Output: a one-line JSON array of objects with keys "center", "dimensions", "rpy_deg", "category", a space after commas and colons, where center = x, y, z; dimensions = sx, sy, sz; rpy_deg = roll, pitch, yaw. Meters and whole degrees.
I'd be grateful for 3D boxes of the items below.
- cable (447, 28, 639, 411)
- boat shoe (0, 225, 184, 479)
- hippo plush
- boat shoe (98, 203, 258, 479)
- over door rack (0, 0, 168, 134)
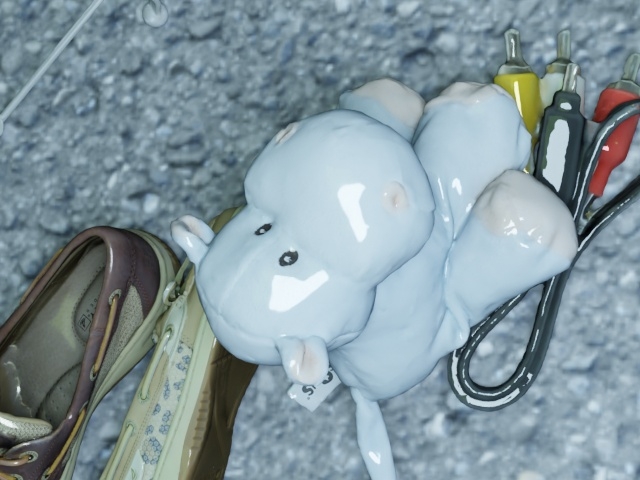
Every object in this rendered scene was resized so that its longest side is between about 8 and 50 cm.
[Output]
[{"center": [0.178, -0.010, 1.075], "dimensions": [0.139, 0.072, 0.287], "rpy_deg": [11, 98, 2], "category": "cable"}, {"center": [-0.240, 0.132, 1.129], "dimensions": [0.123, 0.123, 0.342], "rpy_deg": [38, 94, 18], "category": "boat shoe"}, {"center": [0.000, 0.000, 0.992], "dimensions": [0.234, 0.236, 0.294], "rpy_deg": [47, 111, 32], "category": "hippo plush"}, {"center": [-0.108, 0.104, 1.104], "dimensions": [0.089, 0.104, 0.285], "rpy_deg": [17, 90, 20], "category": "boat shoe"}, {"center": [-0.242, -0.251, 1.204], "dimensions": [0.324, 0.108, 0.239], "rpy_deg": [-38, 73, 23], "category": "over door rack"}]
